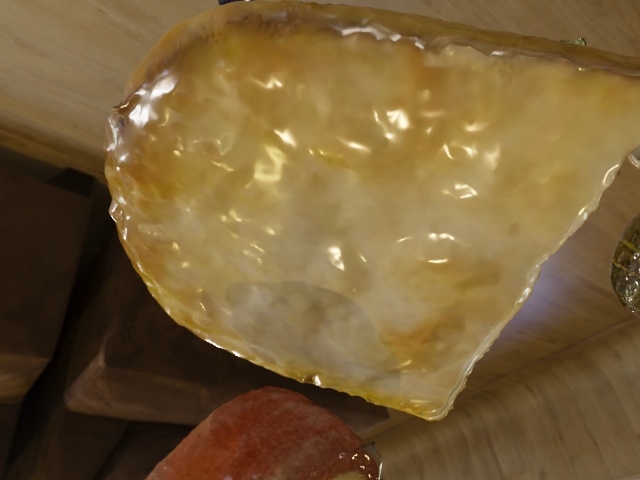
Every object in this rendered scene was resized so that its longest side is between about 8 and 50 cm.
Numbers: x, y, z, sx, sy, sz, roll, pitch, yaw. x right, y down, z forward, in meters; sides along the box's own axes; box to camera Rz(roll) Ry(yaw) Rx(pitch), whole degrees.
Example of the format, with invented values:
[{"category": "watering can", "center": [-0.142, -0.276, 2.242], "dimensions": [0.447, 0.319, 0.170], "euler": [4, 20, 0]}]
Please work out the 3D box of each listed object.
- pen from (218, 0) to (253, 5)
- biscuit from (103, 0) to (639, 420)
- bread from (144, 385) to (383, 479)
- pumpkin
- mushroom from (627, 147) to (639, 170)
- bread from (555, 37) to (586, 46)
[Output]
[{"category": "pen", "center": [-0.029, -0.388, 0.676], "dimensions": [0.269, 0.033, 0.033], "euler": [-28, 149, -26]}, {"category": "biscuit", "center": [0.000, -0.001, 0.456], "dimensions": [0.447, 0.104, 0.429], "euler": [13, 130, 7]}, {"category": "bread", "center": [-0.057, 0.242, 0.371], "dimensions": [0.244, 0.123, 0.190], "euler": [-24, 120, -49]}, {"category": "pumpkin", "center": [0.579, 0.032, 0.703], "dimensions": [0.219, 0.162, 0.218], "euler": [-2, 113, -4]}, {"category": "mushroom", "center": [0.696, -0.236, 0.946], "dimensions": [0.128, 0.128, 0.350], "euler": [-30, 157, 24]}, {"category": "bread", "center": [0.569, -0.424, 1.078], "dimensions": [0.103, 0.110, 0.156], "euler": [6, 142, 20]}]
